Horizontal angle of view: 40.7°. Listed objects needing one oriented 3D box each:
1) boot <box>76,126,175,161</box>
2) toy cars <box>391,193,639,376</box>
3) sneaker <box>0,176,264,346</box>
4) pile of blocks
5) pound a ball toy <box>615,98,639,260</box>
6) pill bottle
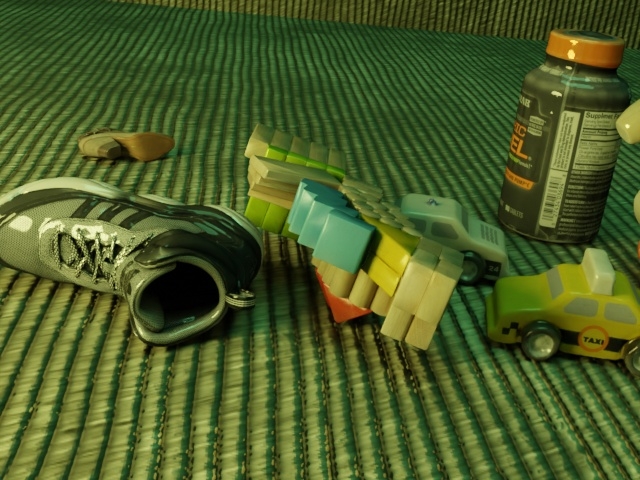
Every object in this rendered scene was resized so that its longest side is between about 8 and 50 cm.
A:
[{"bbox_3d":[-0.273,-0.138,1.191,0.118,0.042,0.087,-11,26,-37],"label":"boot"},{"bbox_3d":[0.185,0.020,0.872,0.176,0.087,0.394,-13,29,-39],"label":"toy cars"},{"bbox_3d":[-0.182,0.016,0.764,0.269,0.101,0.153,6,20,-7],"label":"sneaker"},{"bbox_3d":[0.000,0.000,0.822,0.149,0.112,0.362,10,20,-28],"label":"pile of blocks"},{"bbox_3d":[0.375,-0.028,0.866,0.136,0.208,0.319,-31,7,14],"label":"pound a ball toy"},{"bbox_3d":[0.302,-0.131,1.057,0.130,0.245,0.130,6,22,-2],"label":"pill bottle"}]
